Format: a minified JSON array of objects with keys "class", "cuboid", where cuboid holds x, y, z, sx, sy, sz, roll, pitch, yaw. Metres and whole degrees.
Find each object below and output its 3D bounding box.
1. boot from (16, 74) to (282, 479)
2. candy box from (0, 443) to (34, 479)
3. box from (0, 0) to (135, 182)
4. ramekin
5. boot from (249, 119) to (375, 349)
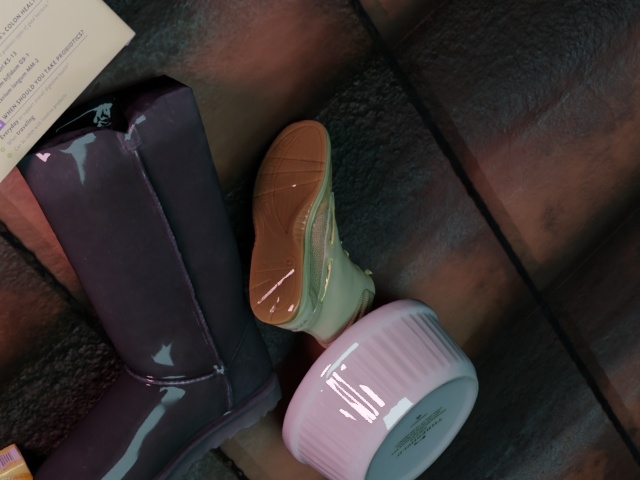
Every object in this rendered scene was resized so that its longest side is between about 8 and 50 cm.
[{"class":"boot","cuboid":[-0.242,0.079,1.339,0.367,0.146,0.445,-36,130,-31]},{"class":"candy box","cuboid":[-0.425,0.338,1.411,0.187,0.053,0.109,-28,121,-19]},{"class":"box","cuboid":[-0.355,-0.221,1.187,0.213,0.117,0.243,-49,126,-4]},{"class":"ramekin","cuboid":[0.090,0.219,1.552,0.273,0.127,0.273,-33,147,-26]},{"class":"boot","cuboid":[0.000,0.000,1.488,0.203,0.095,0.261,34,56,-58]}]
